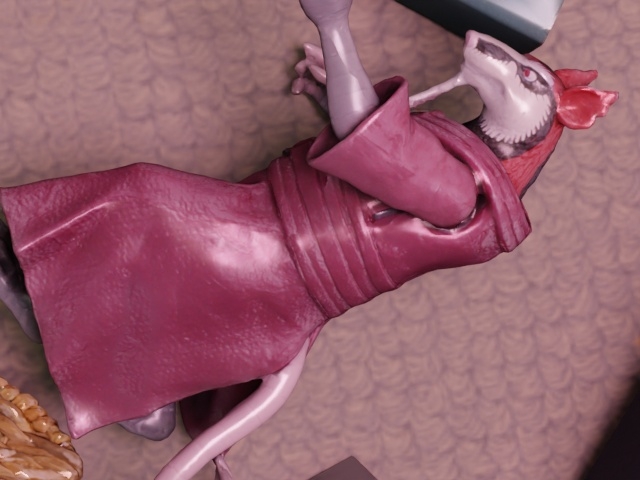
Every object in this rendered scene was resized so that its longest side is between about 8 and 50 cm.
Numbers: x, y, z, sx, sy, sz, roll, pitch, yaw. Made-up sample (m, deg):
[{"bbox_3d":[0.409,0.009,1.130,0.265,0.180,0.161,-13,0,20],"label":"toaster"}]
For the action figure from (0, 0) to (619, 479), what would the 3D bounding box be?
[{"bbox_3d":[0.000,0.000,1.087,0.370,0.248,0.276,-21,80,13],"label":"action figure"}]

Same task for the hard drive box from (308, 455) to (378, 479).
[{"bbox_3d":[0.003,0.286,1.222,0.181,0.089,0.232,-29,99,-7],"label":"hard drive box"}]

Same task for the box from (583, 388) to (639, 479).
[{"bbox_3d":[0.323,0.209,1.158,0.312,0.179,0.343,25,111,-4],"label":"box"}]

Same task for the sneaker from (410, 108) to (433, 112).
[{"bbox_3d":[0.063,-0.032,1.228,0.043,0.040,0.109,3,95,-12],"label":"sneaker"}]

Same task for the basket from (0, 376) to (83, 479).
[{"bbox_3d":[-0.316,0.167,1.155,0.299,0.223,0.213,21,58,-11],"label":"basket"}]

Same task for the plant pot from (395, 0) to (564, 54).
[{"bbox_3d":[0.052,-0.233,1.152,0.234,0.165,0.166,23,91,-1],"label":"plant pot"}]
